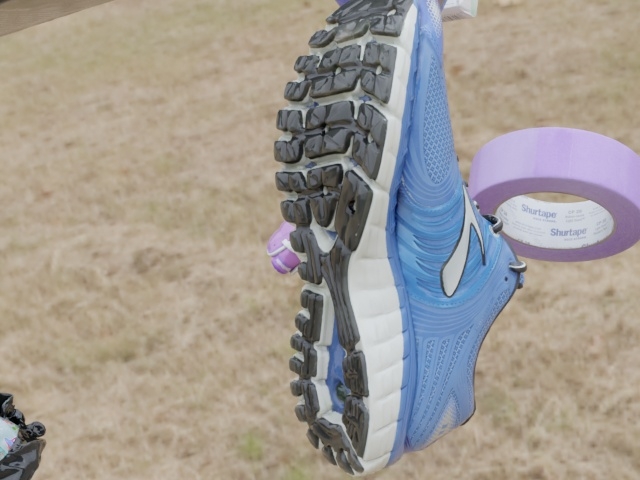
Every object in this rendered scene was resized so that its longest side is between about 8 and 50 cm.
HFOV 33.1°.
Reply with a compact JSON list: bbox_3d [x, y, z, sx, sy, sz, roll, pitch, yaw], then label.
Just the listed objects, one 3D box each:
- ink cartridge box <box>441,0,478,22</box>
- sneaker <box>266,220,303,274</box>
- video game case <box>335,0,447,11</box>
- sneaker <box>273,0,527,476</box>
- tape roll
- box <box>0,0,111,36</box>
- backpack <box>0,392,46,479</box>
[{"bbox_3d":[0.182,-0.467,1.771,0.181,0.225,0.056,1,-13,43],"label":"ink cartridge box"},{"bbox_3d":[0.001,0.001,1.785,0.161,0.102,0.282,-49,16,-13],"label":"sneaker"},{"bbox_3d":[0.052,-0.331,0.885,0.061,0.269,0.244,14,71,39],"label":"video game case"},{"bbox_3d":[0.059,-0.010,0.748,0.147,0.330,0.129,-8,15,-33],"label":"sneaker"},{"bbox_3d":[0.367,-0.065,1.680,0.274,0.275,0.090,0,62,24],"label":"tape roll"},{"bbox_3d":[-0.376,-0.347,1.048,0.395,0.294,0.212,-11,9,22],"label":"box"},{"bbox_3d":[-0.311,0.154,0.789,0.152,0.182,0.115,-53,15,-9],"label":"backpack"}]
